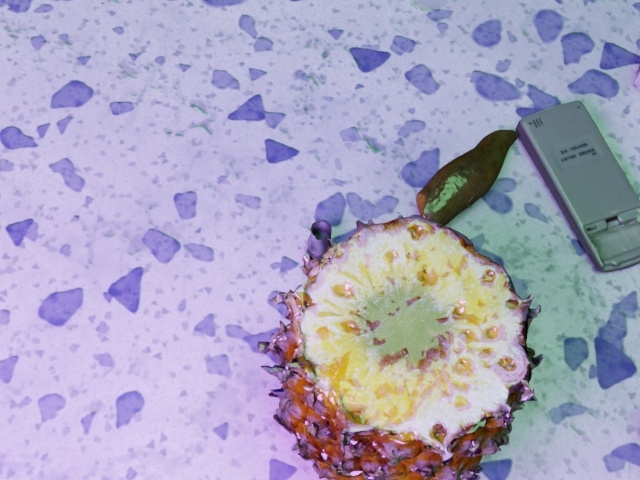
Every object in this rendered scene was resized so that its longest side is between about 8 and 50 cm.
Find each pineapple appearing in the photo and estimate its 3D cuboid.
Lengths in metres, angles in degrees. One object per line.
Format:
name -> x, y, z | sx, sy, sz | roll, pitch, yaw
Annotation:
pineapple -> 0.092, 0.160, 1.453 | 0.353, 0.300, 0.352 | 4, 62, -8

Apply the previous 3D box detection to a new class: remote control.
remote control -> 0.416, -0.084, 1.787 | 0.123, 0.038, 0.285 | -20, 69, -17

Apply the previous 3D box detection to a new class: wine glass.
wine glass -> 0.000, 0.000, 1.649 | 0.042, 0.083, 0.039 | -37, 68, -21

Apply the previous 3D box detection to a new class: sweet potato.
sweet potato -> 0.227, -0.104, 1.744 | 0.077, 0.077, 0.244 | 41, 65, 13

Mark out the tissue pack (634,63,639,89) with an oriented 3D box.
tissue pack -> 0.591, -0.320, 1.896 | 0.099, 0.106, 0.148 | 23, 61, 5
